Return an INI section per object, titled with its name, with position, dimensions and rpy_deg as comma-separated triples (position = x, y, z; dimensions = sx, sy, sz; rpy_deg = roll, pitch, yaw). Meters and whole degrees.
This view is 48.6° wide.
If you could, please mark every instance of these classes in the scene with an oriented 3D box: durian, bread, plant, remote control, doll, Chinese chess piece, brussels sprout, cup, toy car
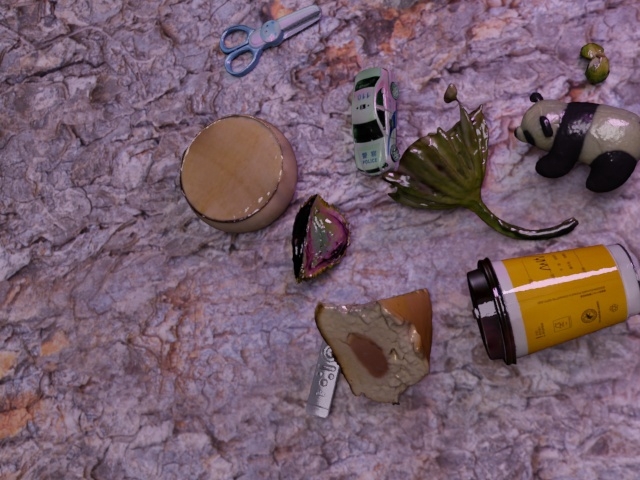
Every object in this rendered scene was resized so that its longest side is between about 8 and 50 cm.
[durian]
position = 0.004, 0.001, 1.456
dimensions = 0.108, 0.119, 0.187
rpy_deg = 7, 93, -18
[bread]
position = 0.110, 0.206, 1.307
dimensions = 0.183, 0.224, 0.211
rpy_deg = -11, 84, 22
[plant]
position = 0.280, -0.089, 1.336
dimensions = 0.251, 0.180, 0.334
rpy_deg = -42, 73, 17
[remote control]
position = 0.015, 0.261, 1.422
dimensions = 0.049, 0.027, 0.184
rpy_deg = 10, 78, 18
[doll]
position = 0.475, -0.188, 1.284
dimensions = 0.234, 0.135, 0.144
rpy_deg = 18, 53, 23
[Chinese chess piece]
position = -0.175, -0.143, 1.525
dimensions = 0.257, 0.104, 0.257
rpy_deg = -4, 78, 18
[brussels sprout]
position = 0.528, -0.345, 1.364
dimensions = 0.051, 0.046, 0.084
rpy_deg = -34, 63, 53
[cup]
position = 0.403, 0.101, 1.249
dimensions = 0.279, 0.196, 0.197
rpy_deg = -15, 74, 6
[toy car]
position = 0.107, -0.246, 1.456
dimensions = 0.090, 0.076, 0.224
rpy_deg = -7, 76, 34

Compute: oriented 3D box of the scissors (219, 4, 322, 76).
[scissors]
position = -0.113, -0.470, 1.611
dimensions = 0.256, 0.030, 0.125
rpy_deg = -21, 72, 16
